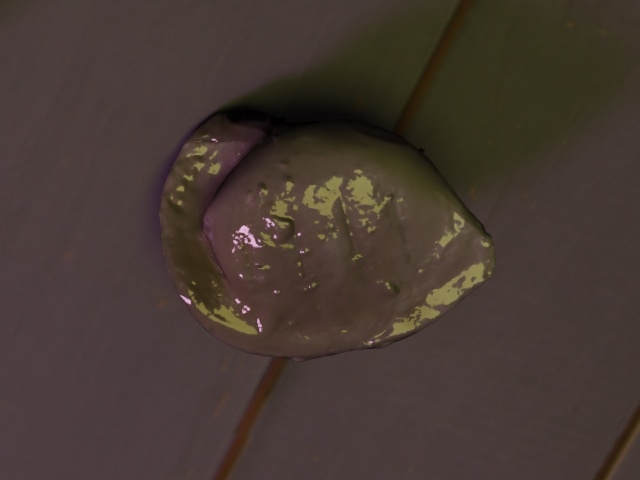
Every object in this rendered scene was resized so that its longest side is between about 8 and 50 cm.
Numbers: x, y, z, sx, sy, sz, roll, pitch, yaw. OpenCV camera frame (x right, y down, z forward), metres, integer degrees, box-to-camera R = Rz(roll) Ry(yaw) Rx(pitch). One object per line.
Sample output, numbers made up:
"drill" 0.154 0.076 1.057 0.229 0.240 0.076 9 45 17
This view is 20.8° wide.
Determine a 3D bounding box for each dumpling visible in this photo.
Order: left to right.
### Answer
"dumpling" -0.001 0.000 0.999 0.176 0.092 0.150 18 106 -26
